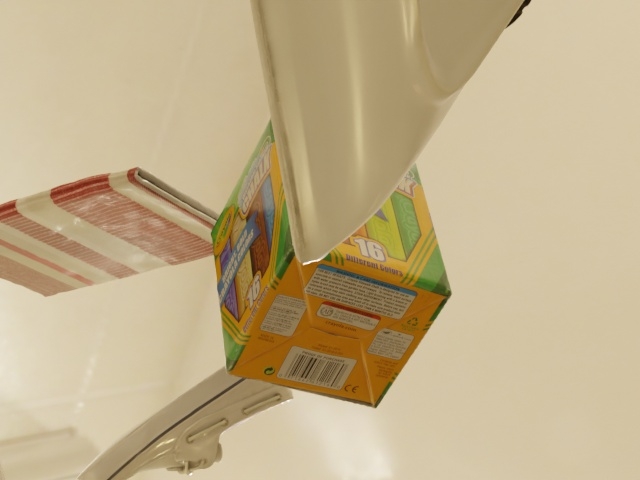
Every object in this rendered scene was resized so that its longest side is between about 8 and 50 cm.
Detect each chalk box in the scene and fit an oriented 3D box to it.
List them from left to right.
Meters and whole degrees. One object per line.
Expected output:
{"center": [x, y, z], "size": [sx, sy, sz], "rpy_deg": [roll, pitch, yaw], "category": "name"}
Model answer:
{"center": [0.000, 0.000, 1.484], "size": [0.179, 0.180, 0.289], "rpy_deg": [-60, -154, 33], "category": "chalk box"}

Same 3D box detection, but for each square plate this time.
{"center": [0.056, -0.219, 0.573], "size": [0.049, 0.347, 0.344], "rpy_deg": [9, -52, 23], "category": "square plate"}

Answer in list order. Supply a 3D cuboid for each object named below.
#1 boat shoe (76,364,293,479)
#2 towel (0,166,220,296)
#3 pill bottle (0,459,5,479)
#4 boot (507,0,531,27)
{"center": [-0.145, 0.218, 1.585], "size": [0.088, 0.267, 0.096], "rpy_deg": [56, -31, 2], "category": "boat shoe"}
{"center": [-0.282, -0.010, 1.680], "size": [0.329, 0.237, 0.037], "rpy_deg": [-13, -114, 28], "category": "towel"}
{"center": [-0.413, 0.262, 1.153], "size": [0.169, 0.301, 0.169], "rpy_deg": [177, -90, -69], "category": "pill bottle"}
{"center": [0.089, -0.342, 1.323], "size": [0.260, 0.131, 0.348], "rpy_deg": [-6, -106, 51], "category": "boot"}
